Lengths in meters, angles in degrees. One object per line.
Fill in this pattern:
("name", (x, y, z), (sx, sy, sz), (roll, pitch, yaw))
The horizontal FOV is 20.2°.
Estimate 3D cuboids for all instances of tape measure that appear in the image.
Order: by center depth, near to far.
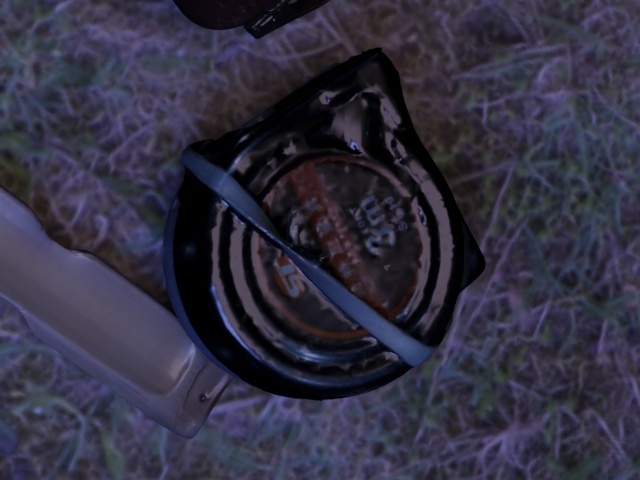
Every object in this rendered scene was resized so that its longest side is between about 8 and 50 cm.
("tape measure", (-0.004, 0.003, 1.070), (0.181, 0.107, 0.182), (-28, 99, -18))

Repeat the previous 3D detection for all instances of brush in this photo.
("brush", (-0.185, 0.007, 1.047), (0.321, 0.050, 0.060), (38, 77, -22))

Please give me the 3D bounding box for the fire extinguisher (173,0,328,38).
("fire extinguisher", (-0.071, -0.194, 1.009), (0.089, 0.072, 0.268), (-43, 142, -5))
